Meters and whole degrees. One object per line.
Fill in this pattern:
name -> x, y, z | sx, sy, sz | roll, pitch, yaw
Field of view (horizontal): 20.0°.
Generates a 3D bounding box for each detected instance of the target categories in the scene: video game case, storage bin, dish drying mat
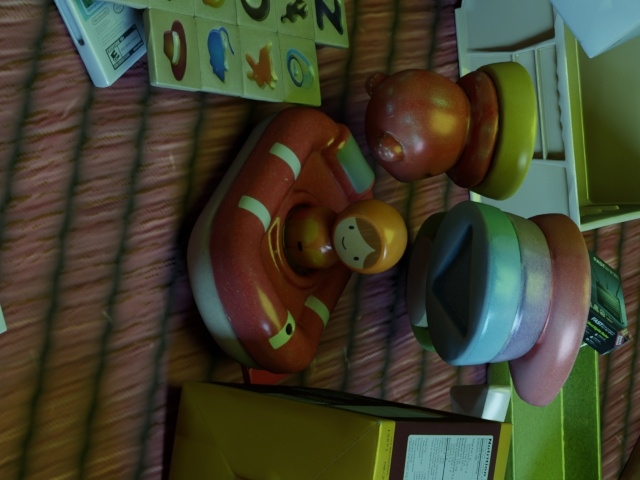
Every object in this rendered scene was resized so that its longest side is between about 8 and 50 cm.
video game case -> -0.151, -0.216, 1.366 | 0.157, 0.019, 0.143 | -51, 127, -42
storage bin -> 0.262, -0.148, 1.852 | 0.262, 0.123, 0.260 | -10, 97, -54
dish drying mat -> -0.037, 0.102, 1.518 | 0.083, 0.008, 0.032 | -26, 110, -52

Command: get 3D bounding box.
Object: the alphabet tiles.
alphabet tiles -> -0.078, -0.254, 1.443 | 0.342, 0.011, 0.285 | 1, 81, -58

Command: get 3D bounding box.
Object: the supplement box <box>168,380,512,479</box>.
supplement box -> 0.015, 0.189, 1.417 | 0.194, 0.191, 0.129 | 9, 89, -54

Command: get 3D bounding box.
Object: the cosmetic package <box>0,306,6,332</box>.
cosmetic package -> -0.253, 0.017, 1.190 | 0.060, 0.041, 0.115 | -29, 112, -52

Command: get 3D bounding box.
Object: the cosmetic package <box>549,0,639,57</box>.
cosmetic package -> 0.285, -0.349, 1.794 | 0.284, 0.097, 0.377 | 57, 33, 3

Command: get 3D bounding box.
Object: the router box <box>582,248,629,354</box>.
router box -> 0.266, 0.049, 1.873 | 0.122, 0.038, 0.092 | 35, 37, -33

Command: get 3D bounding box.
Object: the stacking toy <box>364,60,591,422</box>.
stacking toy -> 0.098, 0.023, 1.533 | 0.130, 0.279, 0.309 | 5, 43, -18

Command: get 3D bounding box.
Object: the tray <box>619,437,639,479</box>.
tray -> 0.369, 0.391, 2.018 | 0.411, 0.076, 0.203 | -53, 129, -40

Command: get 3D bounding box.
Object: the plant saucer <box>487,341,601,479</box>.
plant saucer -> 0.223, 0.189, 1.845 | 0.188, 0.045, 0.188 | -1, 89, -55

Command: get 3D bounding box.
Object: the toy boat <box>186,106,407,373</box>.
toy boat -> 0.000, 0.000, 1.451 | 0.151, 0.151, 0.231 | 58, 45, -35
